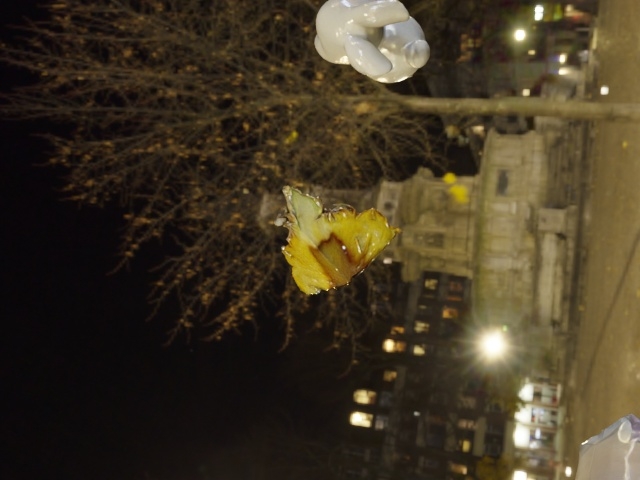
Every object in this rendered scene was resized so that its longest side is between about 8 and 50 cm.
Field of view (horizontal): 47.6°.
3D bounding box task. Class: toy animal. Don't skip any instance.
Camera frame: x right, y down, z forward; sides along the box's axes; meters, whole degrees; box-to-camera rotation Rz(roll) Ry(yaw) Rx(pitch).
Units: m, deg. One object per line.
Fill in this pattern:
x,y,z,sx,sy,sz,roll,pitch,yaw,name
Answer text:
0.092,-0.336,1.212,0.193,0.179,0.127,7,-70,-56,toy animal

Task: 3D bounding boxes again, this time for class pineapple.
0.000,0.000,0.646,0.114,0.114,0.077,44,-150,-20,pineapple

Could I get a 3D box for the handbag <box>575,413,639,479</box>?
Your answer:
0.219,0.206,0.472,0.095,0.117,0.173,-53,-8,35,handbag
